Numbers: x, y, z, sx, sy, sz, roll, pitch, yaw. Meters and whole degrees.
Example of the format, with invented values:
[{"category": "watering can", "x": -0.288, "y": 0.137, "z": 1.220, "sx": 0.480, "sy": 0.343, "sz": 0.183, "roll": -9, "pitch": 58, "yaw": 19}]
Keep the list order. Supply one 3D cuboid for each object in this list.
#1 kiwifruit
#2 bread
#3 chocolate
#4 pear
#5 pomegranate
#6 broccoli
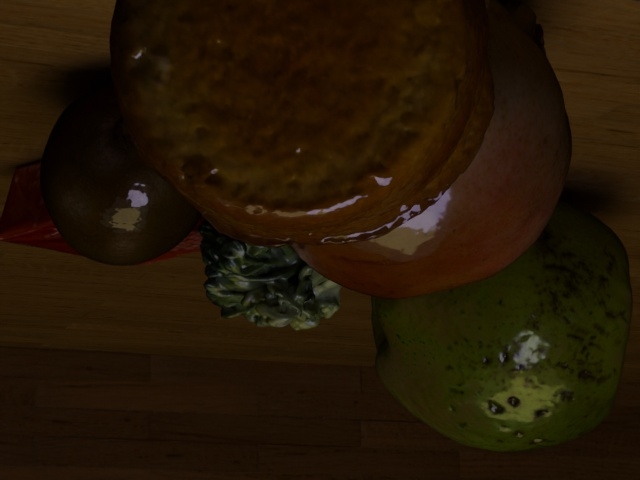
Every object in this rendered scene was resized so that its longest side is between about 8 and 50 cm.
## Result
[{"category": "kiwifruit", "x": -0.208, "y": -0.075, "z": 1.750, "sx": 0.196, "sy": 0.196, "sz": 0.234, "roll": 2, "pitch": 159, "yaw": -11}, {"category": "bread", "x": -0.020, "y": -0.139, "z": 1.245, "sx": 0.312, "sy": 0.312, "sz": 0.172, "roll": -2, "pitch": -178, "yaw": 7}, {"category": "chocolate", "x": -0.254, "y": -0.044, "z": 2.071, "sx": 0.235, "sy": 0.108, "sz": 0.237, "roll": -14, "pitch": 163, "yaw": 42}, {"category": "pear", "x": 0.242, "y": 0.109, "z": 2.220, "sx": 0.391, "sy": 0.391, "sz": 0.391, "roll": -1, "pitch": 167, "yaw": 0}, {"category": "pomegranate", "x": 0.091, "y": -0.102, "z": 1.496, "sx": 0.319, "sy": 0.319, "sz": 0.319, "roll": -1, "pitch": 167, "yaw": 0}, {"category": "broccoli", "x": 0.000, "y": 0.000, "z": 1.828, "sx": 0.246, "sy": 0.288, "sz": 0.248, "roll": 17, "pitch": 141, "yaw": 27}]
